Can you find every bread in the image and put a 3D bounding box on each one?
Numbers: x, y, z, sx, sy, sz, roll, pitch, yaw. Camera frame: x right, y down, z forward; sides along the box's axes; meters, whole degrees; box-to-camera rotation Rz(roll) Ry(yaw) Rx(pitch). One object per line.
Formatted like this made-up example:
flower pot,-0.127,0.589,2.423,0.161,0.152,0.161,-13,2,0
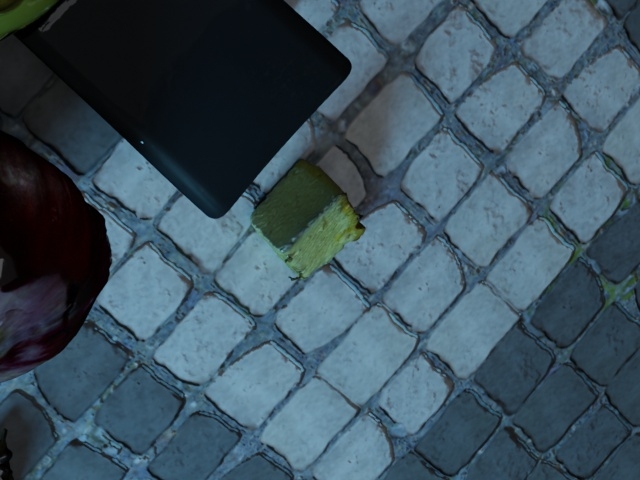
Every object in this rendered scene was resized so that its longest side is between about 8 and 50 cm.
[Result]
bread,0.000,0.000,1.665,0.084,0.080,0.109,-43,130,-3

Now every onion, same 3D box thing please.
onion,-0.274,-0.004,1.402,0.252,0.219,0.252,-3,157,-1

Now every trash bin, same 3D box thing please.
trash bin,-0.116,-0.154,1.480,0.165,0.115,0.225,-48,128,1

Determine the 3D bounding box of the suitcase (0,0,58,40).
suitcase,-0.241,-0.239,1.280,0.194,0.143,0.235,-46,139,-41

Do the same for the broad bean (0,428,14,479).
broad bean,-0.317,0.314,1.644,0.077,0.061,0.339,3,115,-48
